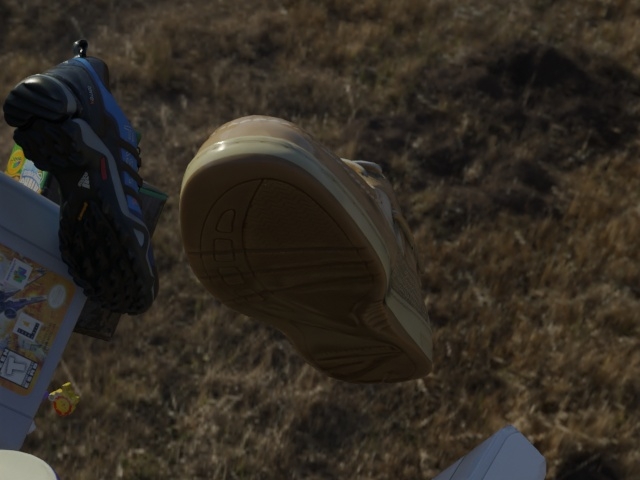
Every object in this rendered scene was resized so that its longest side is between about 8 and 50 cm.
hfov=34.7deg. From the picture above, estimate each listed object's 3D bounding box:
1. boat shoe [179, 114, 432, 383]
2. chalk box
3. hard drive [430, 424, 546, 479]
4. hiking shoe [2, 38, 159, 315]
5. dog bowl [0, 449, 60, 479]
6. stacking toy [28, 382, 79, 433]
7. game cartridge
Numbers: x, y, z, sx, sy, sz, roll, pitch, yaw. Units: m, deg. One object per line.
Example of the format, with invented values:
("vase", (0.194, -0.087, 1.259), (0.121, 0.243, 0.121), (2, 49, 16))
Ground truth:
("boat shoe", (0.000, 0.000, 0.700), (0.122, 0.341, 0.110), (-3, 64, 15))
("chalk box", (-0.347, -0.035, 1.439), (0.180, 0.289, 0.179), (20, 3, -35))
("hard drive", (-0.016, 0.276, 0.669), (0.047, 0.353, 0.233), (46, 32, 4))
("hiking shoe", (-0.230, -0.059, 1.134), (0.113, 0.304, 0.132), (1, 32, 26))
("dog bowl", (-0.286, 0.257, 0.696), (0.265, 0.104, 0.265), (-15, 19, 5))
("stacking toy", (-0.524, 0.228, 1.779), (0.221, 0.052, 0.167), (61, 18, -1))
("game cartridge", (-0.370, 0.078, 1.127), (0.062, 0.198, 0.297), (-3, 60, 44))
